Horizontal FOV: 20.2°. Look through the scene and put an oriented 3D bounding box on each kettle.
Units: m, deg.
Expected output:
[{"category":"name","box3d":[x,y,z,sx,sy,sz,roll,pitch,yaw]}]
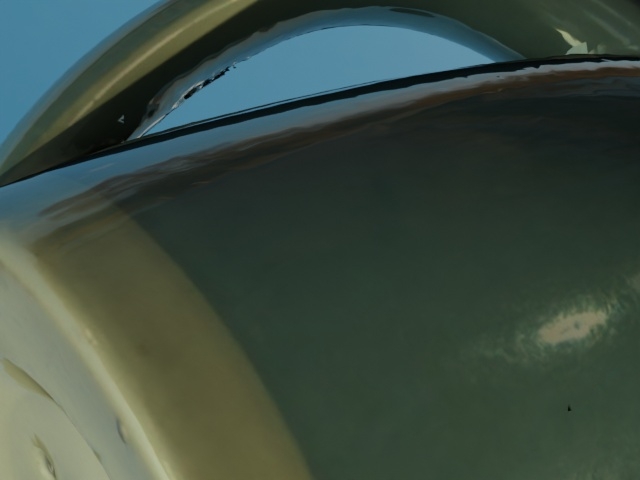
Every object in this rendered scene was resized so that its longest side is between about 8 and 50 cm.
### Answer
[{"category":"kettle","box3d":[0.044,0.019,0.624,0.342,0.247,0.319,-24,-112,-27]}]
